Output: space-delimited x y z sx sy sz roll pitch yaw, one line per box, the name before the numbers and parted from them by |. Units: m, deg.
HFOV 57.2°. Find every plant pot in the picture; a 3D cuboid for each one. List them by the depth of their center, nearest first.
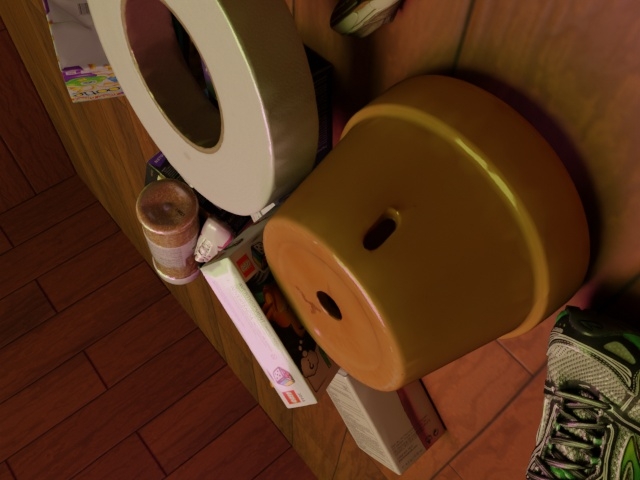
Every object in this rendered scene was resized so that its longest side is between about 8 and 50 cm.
plant pot | 0.081 0.012 0.591 0.291 0.203 0.291 42 154 26

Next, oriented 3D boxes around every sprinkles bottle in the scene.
sprinkles bottle | -0.319 -0.007 1.279 0.121 0.121 0.355 51 161 10

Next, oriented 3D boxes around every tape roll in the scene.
tape roll | -0.153 -0.210 0.706 0.392 0.072 0.392 40 151 28

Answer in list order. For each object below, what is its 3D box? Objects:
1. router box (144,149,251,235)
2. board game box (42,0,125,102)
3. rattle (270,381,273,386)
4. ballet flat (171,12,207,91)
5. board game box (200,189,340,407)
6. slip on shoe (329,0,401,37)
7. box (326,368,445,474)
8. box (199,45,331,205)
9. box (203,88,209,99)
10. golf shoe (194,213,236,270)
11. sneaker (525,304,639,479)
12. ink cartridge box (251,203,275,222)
router box | -0.292 -0.079 1.373 0.243 0.081 0.309 40 159 -5
board game box | -0.456 -0.384 1.187 0.275 0.144 0.142 -175 73 -71
rattle | -0.070 0.267 1.420 0.200 0.142 0.130 101 149 -69
ballet flat | -0.167 -0.335 0.796 0.123 0.123 0.348 49 154 15
board game box | -0.002 0.035 0.749 0.053 0.305 0.193 -19 107 36
slip on shoe | 0.060 -0.233 0.574 0.041 0.051 0.135 21 163 -27
box | 0.105 0.288 1.097 0.148 0.127 0.232 7 128 62
box | -0.071 -0.177 0.826 0.153 0.108 0.207 42 154 28
box | -0.235 -0.254 1.097 0.295 0.073 0.293 56 160 4
golf shoe | -0.223 0.011 1.222 0.067 0.086 0.186 35 156 7
sneaker | 0.284 0.213 0.600 0.134 0.146 0.343 26 143 51
ink cartridge box | -0.074 -0.051 1.067 0.150 0.063 0.109 20 139 55
